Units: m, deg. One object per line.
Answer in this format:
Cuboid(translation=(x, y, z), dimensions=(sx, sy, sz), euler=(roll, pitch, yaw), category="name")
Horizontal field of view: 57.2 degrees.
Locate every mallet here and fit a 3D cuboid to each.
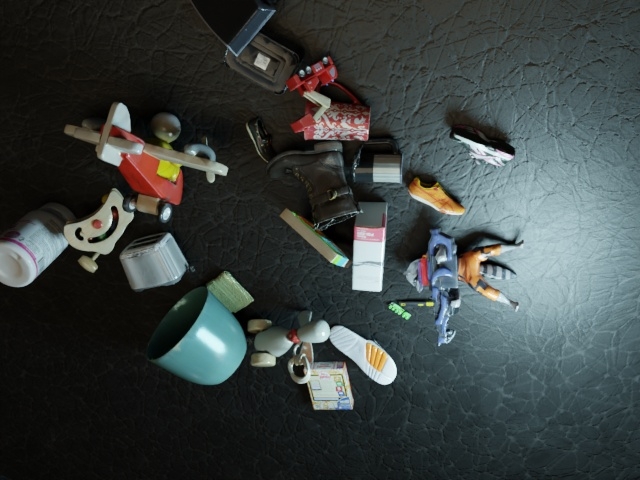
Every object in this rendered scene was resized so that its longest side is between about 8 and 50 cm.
Cuboid(translation=(0.345, 0.208, 1.864), dimensions=(0.189, 0.039, 0.062), euler=(-7, 121, 21), category="mallet")

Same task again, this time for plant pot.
Cuboid(translation=(-0.388, 0.338, 1.943), dimensions=(0.293, 0.293, 0.235), euler=(-34, 115, 27), category="plant pot")

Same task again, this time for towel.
Cuboid(translation=(-0.305, 0.175, 1.973), dimensions=(0.110, 0.027, 0.148), euler=(-32, 111, 27), category="towel")

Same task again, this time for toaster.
Cuboid(translation=(-0.534, 0.067, 1.895), dimensions=(0.226, 0.129, 0.147), euler=(-12, 115, 19), category="toaster")

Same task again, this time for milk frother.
Cuboid(translation=(0.153, -0.207, 1.588), dimensions=(0.134, 0.143, 0.129), euler=(2, 117, 10), category="milk frother")

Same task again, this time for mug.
Cuboid(translation=(0.047, -0.333, 1.554), dimensions=(0.169, 0.113, 0.150), euler=(6, 123, 4), category="mug")

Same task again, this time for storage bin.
Cuboid(translation=(-0.145, -0.476, 1.520), dimensions=(0.180, 0.084, 0.122), euler=(29, 121, -6), category="storage bin")

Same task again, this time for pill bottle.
Cuboid(translation=(-0.893, 0.004, 1.835), dimensions=(0.160, 0.283, 0.160), euler=(5, 121, 8), category="pill bottle")

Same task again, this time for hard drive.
Cuboid(translation=(-0.237, -0.598, 1.424), dimensions=(0.172, 0.054, 0.255), euler=(-40, 79, 28), category="hard drive")

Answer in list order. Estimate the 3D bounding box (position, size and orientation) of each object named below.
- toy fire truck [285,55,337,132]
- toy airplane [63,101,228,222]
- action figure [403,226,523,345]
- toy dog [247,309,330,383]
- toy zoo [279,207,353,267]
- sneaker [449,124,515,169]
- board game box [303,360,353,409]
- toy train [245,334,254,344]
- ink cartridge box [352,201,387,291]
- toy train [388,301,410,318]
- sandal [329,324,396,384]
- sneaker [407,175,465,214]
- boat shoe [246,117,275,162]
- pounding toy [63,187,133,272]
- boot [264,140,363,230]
Cuboid(translation=(-0.017, -0.371, 1.488), dimensions=(0.047, 0.192, 0.135), euler=(-12, 112, 56), category="toy fire truck")
Cuboid(translation=(-0.481, -0.255, 1.610), dimensions=(0.386, 0.273, 0.384), euler=(35, 154, -25), category="toy airplane")
Cuboid(translation=(0.410, 0.132, 1.726), dimensions=(0.330, 0.178, 0.342), euler=(5, 97, 14), category="action figure")
Cuboid(translation=(-0.093, 0.334, 1.943), dimensions=(0.333, 0.161, 0.220), euler=(8, 85, 39), category="toy dog")
Cuboid(translation=(0.000, 0.000, 1.677), dimensions=(0.192, 0.293, 0.030), euler=(42, 94, 13), category="toy zoo")
Cuboid(translation=(0.420, -0.238, 1.562), dimensions=(0.178, 0.072, 0.077), euler=(26, 133, 2), category="sneaker")
Cuboid(translation=(0.031, 0.521, 2.102), dimensions=(0.146, 0.045, 0.194), euler=(-4, 119, 14), category="board game box")
Cuboid(translation=(-0.309, 0.353, 2.082), dimensions=(0.158, 0.027, 0.036), euler=(-5, 107, 15), category="toy train")
Cuboid(translation=(0.144, 0.017, 1.712), dimensions=(0.092, 0.159, 0.218), euler=(3, 121, 8), category="ink cartridge box")
Cuboid(translation=(0.256, 0.225, 1.899), dimensions=(0.083, 0.017, 0.024), euler=(34, 111, -9), category="toy train")
Cuboid(translation=(0.151, 0.369, 1.979), dimensions=(0.265, 0.076, 0.102), euler=(38, 107, 11), category="sandal")
Cuboid(translation=(0.333, -0.123, 1.650), dimensions=(0.175, 0.064, 0.067), euler=(24, 112, -7), category="sneaker")
Cuboid(translation=(-0.162, -0.281, 1.659), dimensions=(0.042, 0.049, 0.133), euler=(-16, 112, 28), category="boat shoe")
Cuboid(translation=(-0.710, -0.047, 1.853), dimensions=(0.154, 0.155, 0.270), euler=(34, 90, -22), category="pounding toy")
Cuboid(translation=(-0.025, -0.139, 1.618), dimensions=(0.262, 0.091, 0.229), euler=(-14, 79, 23), category="boot")
